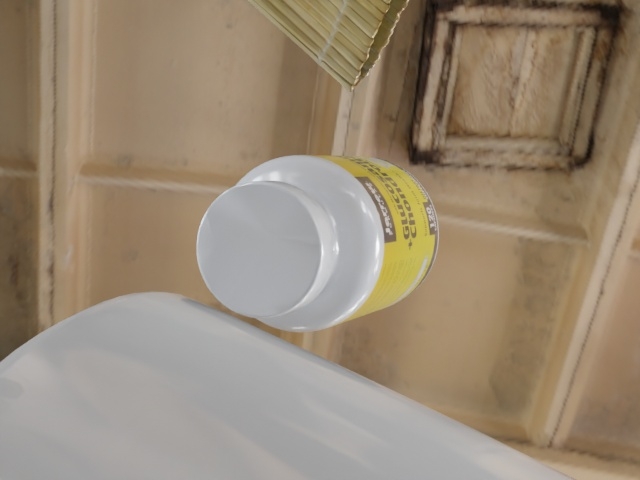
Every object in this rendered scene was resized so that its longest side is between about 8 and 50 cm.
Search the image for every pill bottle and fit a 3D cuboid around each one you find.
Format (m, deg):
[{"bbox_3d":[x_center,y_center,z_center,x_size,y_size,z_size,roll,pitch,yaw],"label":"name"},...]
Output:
[{"bbox_3d":[0.000,0.000,0.733,0.103,0.184,0.103,1,-86,21],"label":"pill bottle"}]

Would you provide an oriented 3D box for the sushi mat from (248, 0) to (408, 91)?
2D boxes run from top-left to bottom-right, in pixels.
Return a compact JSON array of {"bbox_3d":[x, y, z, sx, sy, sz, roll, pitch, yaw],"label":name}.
[{"bbox_3d":[-0.069,-0.226,0.605,0.316,0.019,0.151,42,-41,6],"label":"sushi mat"}]

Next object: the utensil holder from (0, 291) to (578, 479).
[{"bbox_3d":[0.042,0.232,0.407,0.385,0.327,0.328,25,-55,20],"label":"utensil holder"}]
